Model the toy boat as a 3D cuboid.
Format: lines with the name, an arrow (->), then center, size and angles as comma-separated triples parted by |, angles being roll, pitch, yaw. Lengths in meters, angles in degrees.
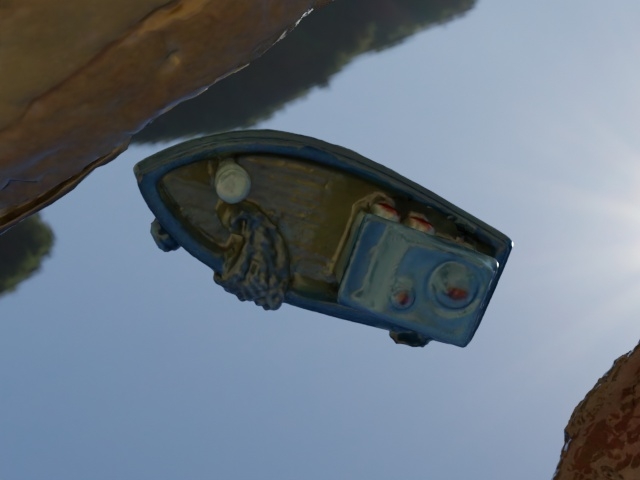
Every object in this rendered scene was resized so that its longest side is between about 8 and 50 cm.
toy boat -> 0.000, 0.000, 0.854 | 0.237, 0.109, 0.098 | 20, -168, -12

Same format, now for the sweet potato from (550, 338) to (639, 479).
sweet potato -> 0.202, 0.137, 0.912 | 0.385, 0.109, 0.109 | -36, -151, -25

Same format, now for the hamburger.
hamburger -> -0.082, -0.162, 0.497 | 0.209, 0.330, 0.162 | -16, -139, -10
